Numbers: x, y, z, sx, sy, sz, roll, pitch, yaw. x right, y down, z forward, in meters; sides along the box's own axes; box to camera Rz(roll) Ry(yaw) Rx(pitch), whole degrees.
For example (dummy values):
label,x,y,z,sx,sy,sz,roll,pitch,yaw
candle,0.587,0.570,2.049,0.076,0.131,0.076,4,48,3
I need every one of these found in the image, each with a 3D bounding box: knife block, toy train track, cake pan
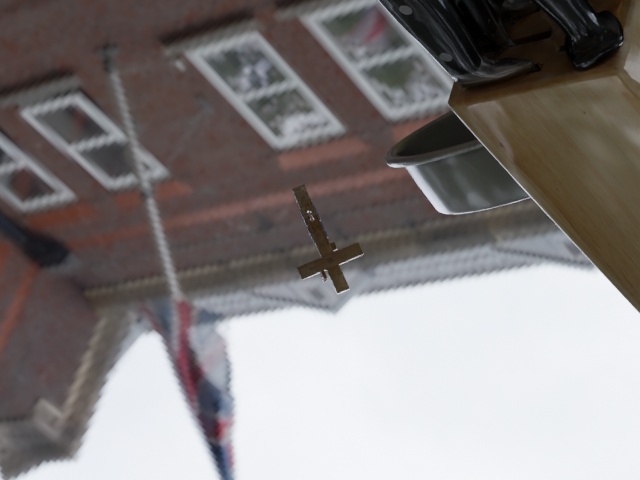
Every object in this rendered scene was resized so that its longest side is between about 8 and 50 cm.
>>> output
label,x,y,z,sx,sy,sz,roll,pitch,yaw
knife block,0.117,-0.063,0.712,0.088,0.275,0.242,-8,-174,42
toy train track,0.000,0.000,1.193,0.048,0.014,0.083,-22,-102,-6
cake pan,0.190,-0.094,1.204,0.293,0.054,0.293,-23,-172,3
